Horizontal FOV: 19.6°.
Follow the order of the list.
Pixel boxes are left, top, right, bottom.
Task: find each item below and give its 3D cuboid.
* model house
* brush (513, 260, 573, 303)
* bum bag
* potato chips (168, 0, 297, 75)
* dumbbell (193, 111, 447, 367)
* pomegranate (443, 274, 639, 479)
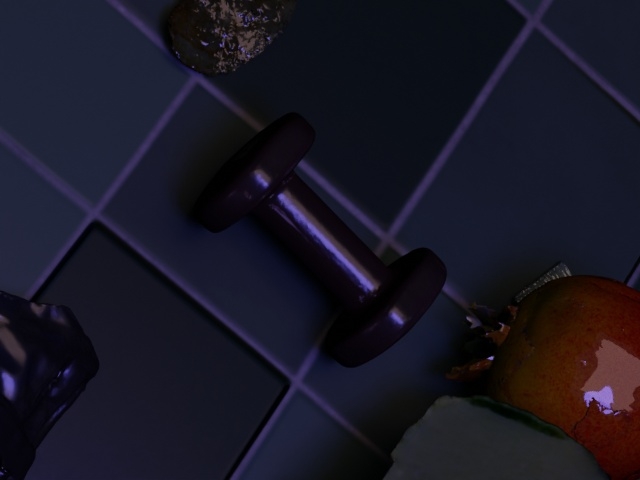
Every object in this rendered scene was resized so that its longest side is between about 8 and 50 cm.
[{"bbox_3d":[0.147,0.278,1.655,0.195,0.189,0.214,17,35,15],"label":"model house"},{"bbox_3d":[0.275,0.132,1.900,0.082,0.010,0.218,-31,94,-31],"label":"brush"},{"bbox_3d":[-0.303,0.174,1.552,0.137,0.074,0.310,43,62,-23],"label":"bum bag"},{"bbox_3d":[-0.083,-0.250,1.804,0.209,0.026,0.142,-35,92,-30],"label":"potato chips"},{"bbox_3d":[0.000,0.000,1.724,0.225,0.124,0.140,45,61,-11],"label":"dumbbell"},{"bbox_3d":[0.242,0.133,1.777,0.235,0.210,0.210,17,67,8],"label":"pomegranate"}]
